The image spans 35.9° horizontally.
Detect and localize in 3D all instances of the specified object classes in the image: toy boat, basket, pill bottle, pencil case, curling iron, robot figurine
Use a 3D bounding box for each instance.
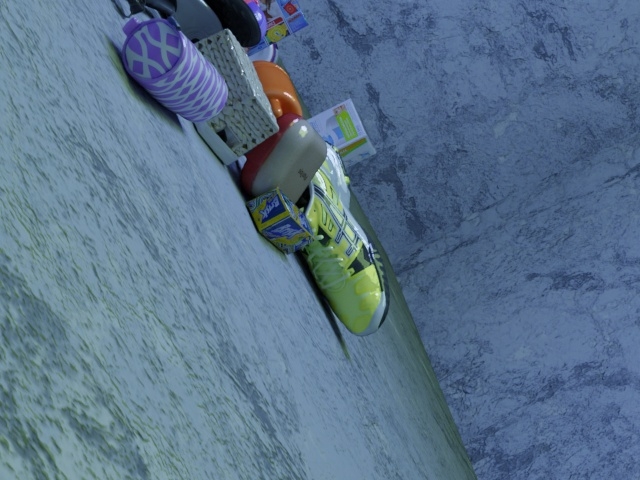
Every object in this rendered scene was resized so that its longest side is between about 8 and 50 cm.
[{"bbox_3d":[-0.087,-0.146,1.630,0.151,0.151,0.231,35,0,13],"label":"toy boat"},{"bbox_3d":[-0.143,-0.221,1.498,0.113,0.103,0.167,52,14,-57],"label":"basket"},{"bbox_3d":[-0.153,-0.434,2.268,0.108,0.108,0.193,63,6,-5],"label":"pill bottle"},{"bbox_3d":[-0.184,-0.213,1.251,0.088,0.086,0.206,41,-1,15],"label":"pencil case"},{"bbox_3d":[-0.253,-0.343,1.408,0.274,0.035,0.068,-62,130,-81],"label":"curling iron"},{"bbox_3d":[-0.105,-0.256,1.854,0.219,0.158,0.128,-108,-150,-52],"label":"robot figurine"}]

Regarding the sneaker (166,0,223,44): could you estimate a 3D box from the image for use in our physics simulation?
[{"bbox_3d":[-0.225,-0.398,1.659,0.217,0.079,0.121,60,6,-31],"label":"sneaker"}]

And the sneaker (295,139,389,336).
[{"bbox_3d":[0.000,0.000,1.804,0.147,0.145,0.385,-11,75,-52],"label":"sneaker"}]

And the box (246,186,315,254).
[{"bbox_3d":[-0.061,-0.029,1.585,0.054,0.059,0.169,64,6,19],"label":"box"}]

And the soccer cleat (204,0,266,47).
[{"bbox_3d":[-0.157,-0.424,1.719,0.318,0.116,0.109,40,-32,50],"label":"soccer cleat"}]

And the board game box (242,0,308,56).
[{"bbox_3d":[-0.142,-0.446,1.973,0.136,0.201,0.035,63,6,-13],"label":"board game box"}]

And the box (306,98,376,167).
[{"bbox_3d":[0.012,-0.226,2.331,0.114,0.203,0.103,68,8,25],"label":"box"}]
